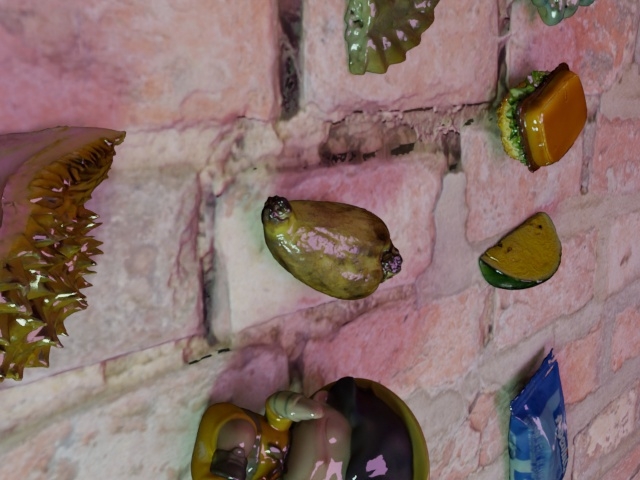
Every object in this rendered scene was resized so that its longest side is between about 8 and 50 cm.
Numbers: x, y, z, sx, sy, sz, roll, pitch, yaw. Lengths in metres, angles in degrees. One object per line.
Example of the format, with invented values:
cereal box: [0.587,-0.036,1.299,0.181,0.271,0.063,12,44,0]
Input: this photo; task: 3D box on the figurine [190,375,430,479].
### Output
figurine: [-0.009,0.235,0.711,0.257,0.167,0.192,19,90,-22]

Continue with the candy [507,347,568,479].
candy: [0.399,0.381,1.203,0.187,0.077,0.331,-31,121,-44]

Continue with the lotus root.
lotus root: [0.000,0.000,0.715,0.191,0.094,0.108,21,61,-36]

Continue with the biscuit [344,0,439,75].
biscuit: [0.085,-0.338,0.750,0.187,0.036,0.273,-30,120,-36]

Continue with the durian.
durian: [-0.265,0.041,0.464,0.305,0.185,0.195,-24,139,-47]

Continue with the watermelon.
watermelon: [0.336,0.031,1.055,0.181,0.075,0.092,-28,114,-35]

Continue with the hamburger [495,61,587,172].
hamburger: [0.325,-0.190,0.983,0.166,0.087,0.137,-41,125,-31]

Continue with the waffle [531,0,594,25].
waffle: [0.343,-0.483,0.952,0.309,0.056,0.292,40,71,-41]
